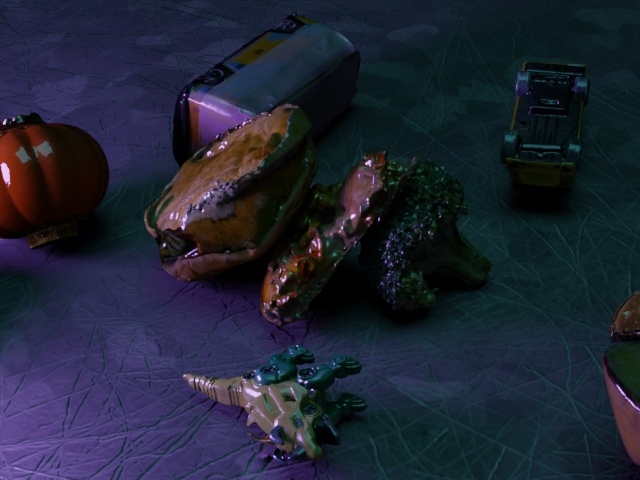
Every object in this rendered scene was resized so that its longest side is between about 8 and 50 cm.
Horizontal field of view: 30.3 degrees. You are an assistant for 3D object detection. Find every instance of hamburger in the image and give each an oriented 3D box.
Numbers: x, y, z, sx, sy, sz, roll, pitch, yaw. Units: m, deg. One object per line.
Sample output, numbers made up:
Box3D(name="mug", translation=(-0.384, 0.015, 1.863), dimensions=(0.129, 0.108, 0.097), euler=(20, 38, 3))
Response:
Box3D(name="hamburger", translation=(-0.118, -0.061, 1.674), dimensions=(0.285, 0.134, 0.265), euler=(-14, 29, 46))

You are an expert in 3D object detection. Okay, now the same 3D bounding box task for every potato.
Box3D(name="potato", translation=(0.420, 0.214, 1.296), dimensions=(0.299, 0.116, 0.239), euler=(12, 30, -28))

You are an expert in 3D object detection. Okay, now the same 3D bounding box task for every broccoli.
Box3D(name="broccoli", translation=(0.153, 0.006, 1.624), dimensions=(0.194, 0.194, 0.220), euler=(12, 66, 21))

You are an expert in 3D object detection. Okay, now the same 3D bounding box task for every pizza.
Box3D(name="pizza", translation=(0.000, 0.000, 1.592), dimensions=(0.074, 0.287, 0.251), euler=(35, 56, -15))
Box3D(name="pizza", translation=(0.422, 0.108, 1.564), dimensions=(0.099, 0.029, 0.100), euler=(-23, 36, -14))

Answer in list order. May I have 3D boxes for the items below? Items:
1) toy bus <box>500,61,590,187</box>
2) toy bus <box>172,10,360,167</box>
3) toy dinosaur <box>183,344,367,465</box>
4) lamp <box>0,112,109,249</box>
Box3D(name="toy bus", translation=(0.363, -0.180, 1.898), dimensions=(0.121, 0.123, 0.335), euler=(7, 36, 11))
Box3D(name="toy bus", translation=(-0.072, -0.236, 1.990), dimensions=(0.162, 0.171, 0.386), euler=(25, 42, 19))
Box3D(name="toy dinosaur", translation=(-0.056, 0.188, 1.435), dimensions=(0.259, 0.094, 0.153), euler=(19, 35, 42))
Box3D(name="lamp", translation=(-0.426, -0.089, 1.763), dimensions=(0.223, 0.197, 0.223), euler=(-19, -2, -1))
